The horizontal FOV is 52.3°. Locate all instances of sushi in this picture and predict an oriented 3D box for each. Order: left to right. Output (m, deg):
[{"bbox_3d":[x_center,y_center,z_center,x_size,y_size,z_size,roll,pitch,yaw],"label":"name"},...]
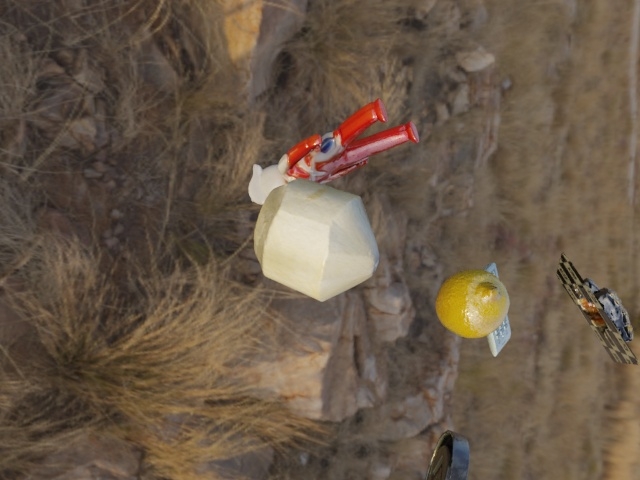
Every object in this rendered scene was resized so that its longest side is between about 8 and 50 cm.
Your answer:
[{"bbox_3d":[0.445,0.104,1.027,0.192,0.040,0.210,61,8,18],"label":"sushi"}]

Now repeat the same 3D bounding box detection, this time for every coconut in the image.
[{"bbox_3d":[0.000,0.000,1.149,0.202,0.222,0.202,22,90,-80],"label":"coconut"}]

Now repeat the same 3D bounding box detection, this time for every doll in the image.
[{"bbox_3d":[0.001,-0.162,1.327,0.188,0.384,0.099,15,59,-51],"label":"doll"}]

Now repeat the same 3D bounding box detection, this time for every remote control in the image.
[{"bbox_3d":[0.529,0.215,2.012,0.103,0.051,0.293,-37,121,-39],"label":"remote control"}]

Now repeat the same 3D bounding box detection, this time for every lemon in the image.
[{"bbox_3d":[0.397,0.166,1.719,0.244,0.187,0.186,118,-5,-67],"label":"lemon"}]

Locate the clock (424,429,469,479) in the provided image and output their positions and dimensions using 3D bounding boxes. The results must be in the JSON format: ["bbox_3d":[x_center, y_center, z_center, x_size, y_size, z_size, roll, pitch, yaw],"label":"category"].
[{"bbox_3d":[0.362,0.697,1.902,0.280,0.055,0.280,17,90,-89],"label":"clock"}]
